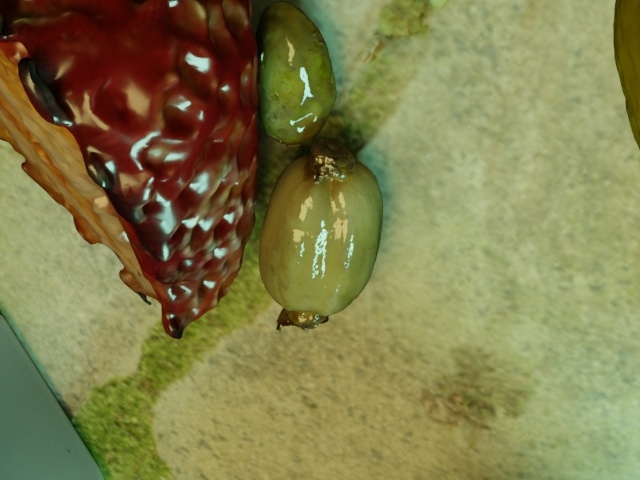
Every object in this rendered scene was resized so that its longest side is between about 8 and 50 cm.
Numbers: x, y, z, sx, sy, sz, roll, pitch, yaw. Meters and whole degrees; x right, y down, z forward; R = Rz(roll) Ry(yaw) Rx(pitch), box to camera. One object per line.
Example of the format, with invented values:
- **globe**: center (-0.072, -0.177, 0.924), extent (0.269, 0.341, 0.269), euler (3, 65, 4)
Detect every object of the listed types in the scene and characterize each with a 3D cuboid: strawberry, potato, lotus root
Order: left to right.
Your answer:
- **strawberry**: center (-0.104, -0.085, 0.730), extent (0.280, 0.150, 0.253), euler (50, 165, -19)
- **potato**: center (-0.014, -0.093, 0.748), extent (0.046, 0.045, 0.092), euler (-7, 127, -8)
- **lotus root**: center (0.000, 0.000, 0.798), extent (0.073, 0.062, 0.150), euler (7, 131, -5)

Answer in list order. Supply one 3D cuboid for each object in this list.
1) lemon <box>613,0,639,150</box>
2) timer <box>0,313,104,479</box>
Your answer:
- **lemon**: center (0.238, -0.093, 0.484), extent (0.267, 0.267, 0.267), euler (14, 129, 18)
- **timer**: center (-0.320, 0.186, 1.011), extent (0.195, 0.192, 0.194), euler (-12, 117, 34)
